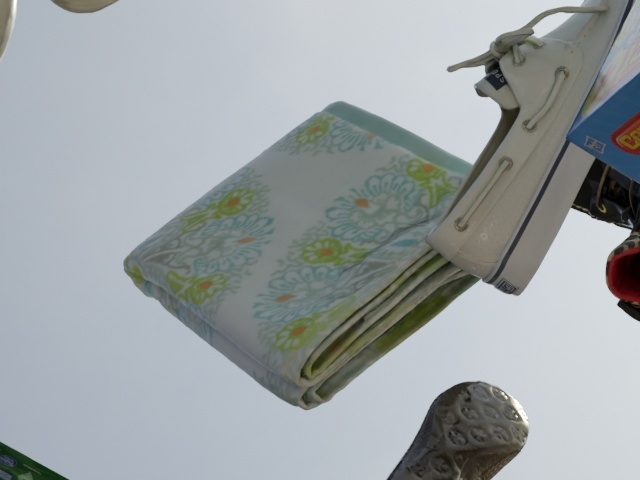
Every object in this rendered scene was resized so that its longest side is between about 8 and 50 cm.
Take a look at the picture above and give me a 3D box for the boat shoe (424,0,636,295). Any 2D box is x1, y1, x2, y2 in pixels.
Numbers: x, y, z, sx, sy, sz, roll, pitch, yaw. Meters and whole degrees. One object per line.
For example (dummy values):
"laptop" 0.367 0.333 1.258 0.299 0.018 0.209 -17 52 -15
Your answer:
"boat shoe" 0.197 -0.143 1.384 0.156 0.136 0.367 26 -89 0

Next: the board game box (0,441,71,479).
"board game box" -0.284 0.327 1.665 0.317 0.213 0.046 31 -119 -8

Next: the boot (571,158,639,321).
"boot" 0.367 -0.030 1.661 0.284 0.377 0.138 -53 -24 -56

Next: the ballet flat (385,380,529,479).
"ballet flat" 0.104 0.188 1.198 0.250 0.084 0.058 -41 -18 -57

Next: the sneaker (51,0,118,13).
"sneaker" -0.122 -0.256 1.098 0.212 0.080 0.094 -46 -21 -34

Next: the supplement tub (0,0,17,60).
"supplement tub" -0.328 -0.136 1.012 0.194 0.316 0.193 3 -100 -20

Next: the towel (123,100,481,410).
"towel" 0.000 0.000 1.550 0.320 0.374 0.090 -35 -55 -19

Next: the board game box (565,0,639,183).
"board game box" 0.312 -0.213 0.976 0.086 0.308 0.302 31 -109 -3
